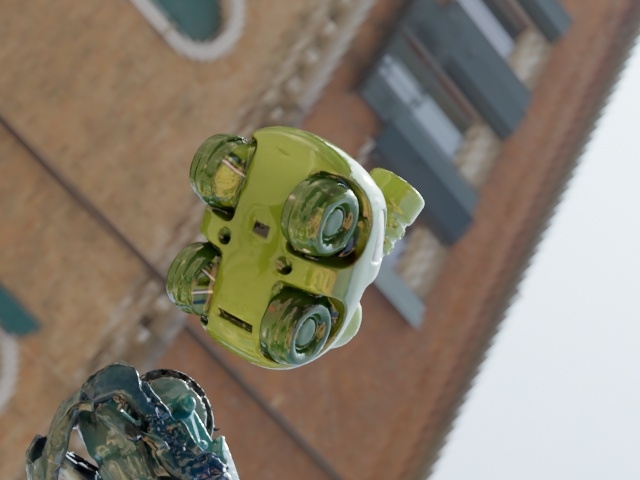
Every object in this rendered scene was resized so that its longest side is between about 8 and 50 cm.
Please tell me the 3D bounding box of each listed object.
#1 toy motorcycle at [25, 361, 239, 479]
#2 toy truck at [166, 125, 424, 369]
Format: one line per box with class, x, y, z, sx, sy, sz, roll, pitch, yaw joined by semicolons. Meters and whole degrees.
toy motorcycle;-0.151;0.240;1.731;0.206;0.260;0.154;-12;162;-37
toy truck;-0.013;0.014;1.596;0.148;0.210;0.187;25;-89;32
